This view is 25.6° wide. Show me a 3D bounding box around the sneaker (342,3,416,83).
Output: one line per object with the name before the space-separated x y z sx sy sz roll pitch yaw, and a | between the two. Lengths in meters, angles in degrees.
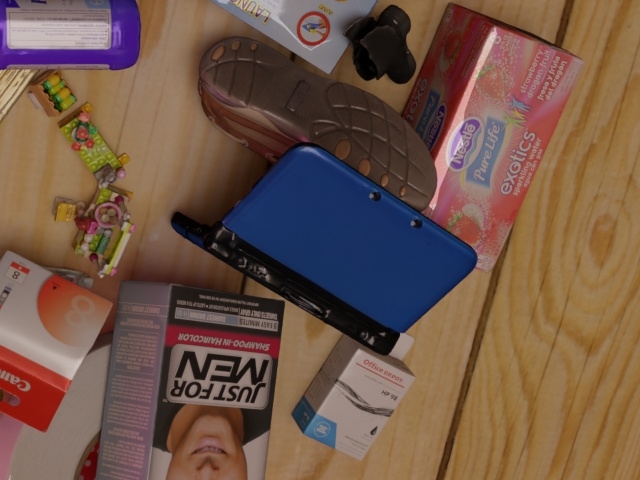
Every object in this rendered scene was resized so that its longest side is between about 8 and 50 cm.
sneaker | 0.072 -0.227 1.732 0.089 0.051 0.170 -50 158 -20

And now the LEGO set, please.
LEGO set | -0.282 -0.060 1.700 0.132 0.107 0.287 -2 111 -17

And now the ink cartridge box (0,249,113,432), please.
ink cartridge box | -0.345 0.115 1.645 0.145 0.179 0.045 28 140 -7

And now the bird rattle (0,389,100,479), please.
bird rattle | -0.398 0.292 1.773 0.253 0.143 0.207 33 69 -34

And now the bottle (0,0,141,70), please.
bottle | -0.349 -0.240 1.583 0.283 0.118 0.092 -2 111 -17

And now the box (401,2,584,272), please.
box | 0.192 -0.131 1.800 0.142 0.154 0.300 17 105 -23

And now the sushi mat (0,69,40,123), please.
sushi mat | -0.392 -0.240 1.645 0.151 0.019 0.316 35 96 -24

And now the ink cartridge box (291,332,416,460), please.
ink cartridge box | 0.055 0.200 1.933 0.104 0.060 0.180 28 100 -24

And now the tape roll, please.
tape roll | -0.244 0.310 1.769 0.392 0.072 0.392 -2 93 -42

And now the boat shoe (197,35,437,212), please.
boat shoe | -0.006 -0.129 1.719 0.324 0.116 0.123 33 59 2

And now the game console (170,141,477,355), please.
game console | 0.000 0.000 1.748 0.293 0.250 0.173 33 87 -25

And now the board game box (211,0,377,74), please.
board game box | -0.037 -0.405 1.659 0.308 0.086 0.302 30 99 -25

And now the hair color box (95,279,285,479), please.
hair color box | -0.165 0.245 1.715 0.185 0.114 0.374 11 84 -42
